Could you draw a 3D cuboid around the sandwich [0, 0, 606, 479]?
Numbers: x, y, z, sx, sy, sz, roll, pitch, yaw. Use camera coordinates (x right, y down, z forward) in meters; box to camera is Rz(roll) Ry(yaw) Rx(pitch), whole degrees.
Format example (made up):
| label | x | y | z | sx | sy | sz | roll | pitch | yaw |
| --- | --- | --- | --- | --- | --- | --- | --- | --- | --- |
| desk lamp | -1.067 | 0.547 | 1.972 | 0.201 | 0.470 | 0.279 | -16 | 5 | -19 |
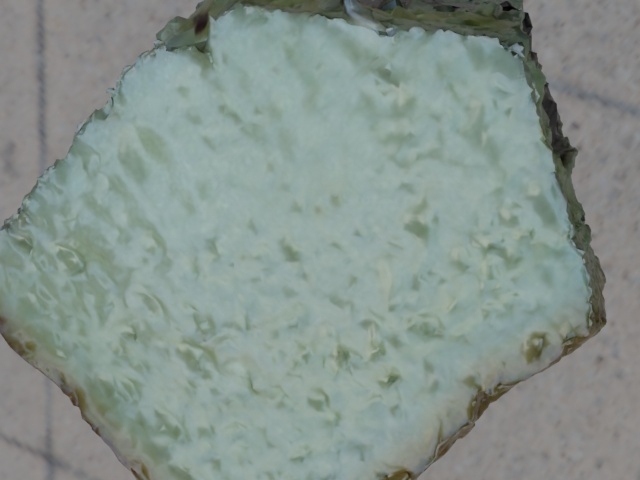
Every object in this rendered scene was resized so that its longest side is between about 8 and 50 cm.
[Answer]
| label | x | y | z | sx | sy | sz | roll | pitch | yaw |
| --- | --- | --- | --- | --- | --- | --- | --- | --- | --- |
| sandwich | 0.000 | 0.001 | 0.854 | 0.262 | 0.131 | 0.325 | 45 | 112 | 4 |
